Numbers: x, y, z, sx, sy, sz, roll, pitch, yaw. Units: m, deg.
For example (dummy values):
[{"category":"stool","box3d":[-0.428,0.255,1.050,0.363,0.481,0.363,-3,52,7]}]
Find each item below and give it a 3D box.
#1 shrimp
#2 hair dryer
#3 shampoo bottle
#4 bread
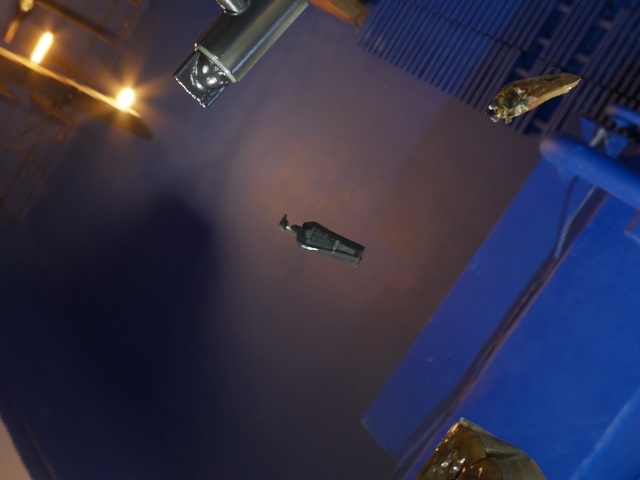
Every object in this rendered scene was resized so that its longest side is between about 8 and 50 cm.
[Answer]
[{"category":"shrimp","box3d":[0.306,-0.214,1.134,0.217,0.115,0.051,-30,-81,-50]},{"category":"hair dryer","box3d":[-0.146,-0.301,0.949,0.078,0.195,0.248,40,177,41]},{"category":"shampoo bottle","box3d":[0.000,0.000,1.192,0.137,0.048,0.027,22,168,13]},{"category":"bread","box3d":[0.194,0.359,0.990,0.110,0.209,0.192,18,-160,-28]}]
